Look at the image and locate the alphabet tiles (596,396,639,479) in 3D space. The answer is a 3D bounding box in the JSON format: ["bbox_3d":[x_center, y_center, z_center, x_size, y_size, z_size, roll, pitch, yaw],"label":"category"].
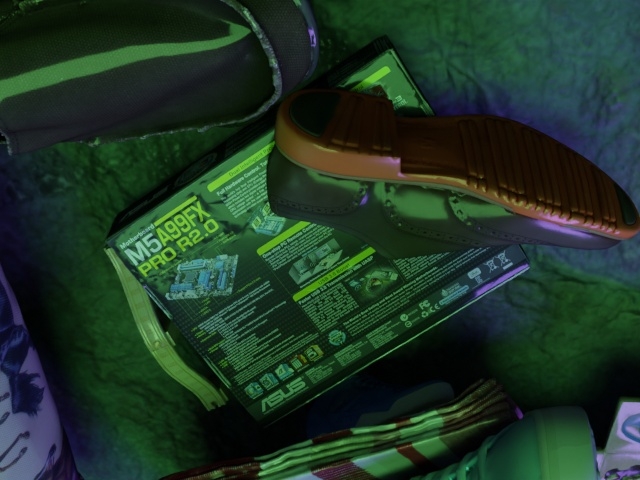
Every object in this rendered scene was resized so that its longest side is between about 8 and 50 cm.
[{"bbox_3d":[0.343,0.255,0.823,0.343,0.011,0.285,4,120,-3],"label":"alphabet tiles"}]

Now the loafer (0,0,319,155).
[{"bbox_3d":[-0.177,-0.108,0.636,0.366,0.130,0.133,-3,133,22],"label":"loafer"}]

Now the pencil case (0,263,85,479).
[{"bbox_3d":[-0.312,0.115,0.721,0.184,0.160,0.410,4,133,9],"label":"pencil case"}]

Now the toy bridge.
[{"bbox_3d":[-0.135,0.075,0.804,0.026,0.063,0.188,-23,113,13],"label":"toy bridge"}]

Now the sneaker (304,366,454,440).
[{"bbox_3d":[0.043,0.130,0.806,0.058,0.084,0.152,17,140,-43],"label":"sneaker"}]

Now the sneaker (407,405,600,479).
[{"bbox_3d":[0.102,0.233,0.712,0.150,0.135,0.366,1,145,-6],"label":"sneaker"}]

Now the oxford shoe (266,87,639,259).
[{"bbox_3d":[0.094,-0.033,0.673,0.271,0.097,0.098,14,131,-4],"label":"oxford shoe"}]

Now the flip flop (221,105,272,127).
[{"bbox_3d":[-0.097,-0.207,0.663,0.112,0.080,0.277,-4,133,23],"label":"flip flop"}]

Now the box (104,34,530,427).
[{"bbox_3d":[0.000,0.000,0.752,0.270,0.060,0.216,-33,109,11],"label":"box"}]

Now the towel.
[{"bbox_3d":[0.024,0.208,0.811,0.329,0.037,0.237,-19,152,11],"label":"towel"}]
